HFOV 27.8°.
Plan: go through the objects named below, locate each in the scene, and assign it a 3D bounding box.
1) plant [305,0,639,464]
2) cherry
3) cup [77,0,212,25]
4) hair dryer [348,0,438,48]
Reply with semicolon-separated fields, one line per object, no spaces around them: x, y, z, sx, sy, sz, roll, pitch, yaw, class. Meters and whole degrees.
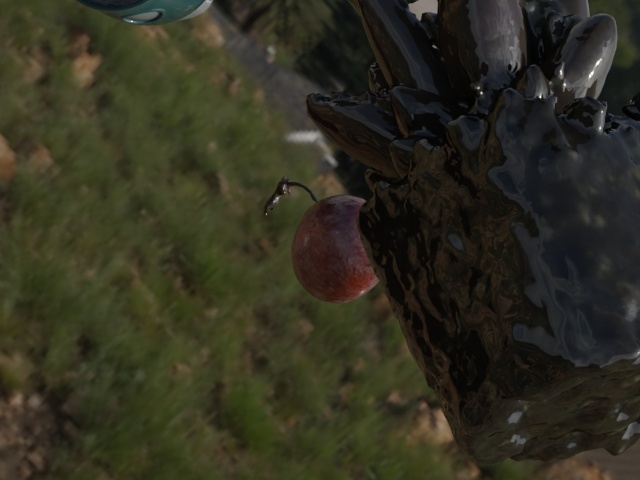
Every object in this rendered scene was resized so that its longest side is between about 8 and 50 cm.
0.123;-0.035;0.775;0.194;0.181;0.321;10;54;-36;plant
0.000;0.000;1.294;0.090;0.107;0.225;4;10;-26;cherry
-0.176;-0.296;1.320;0.173;0.299;0.167;15;67;-76;cup
-0.032;-0.209;0.942;0.220;0.054;0.195;18;-9;28;hair dryer
